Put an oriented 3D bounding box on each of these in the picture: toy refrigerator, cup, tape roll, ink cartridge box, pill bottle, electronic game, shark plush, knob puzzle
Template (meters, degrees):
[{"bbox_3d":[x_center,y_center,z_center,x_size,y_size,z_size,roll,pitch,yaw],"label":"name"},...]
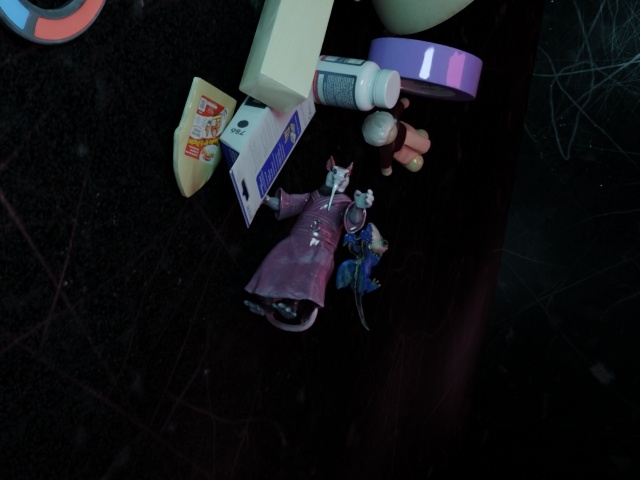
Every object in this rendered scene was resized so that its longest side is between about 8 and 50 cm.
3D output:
[{"bbox_3d":[-0.058,-0.378,1.469,0.102,0.094,0.270,24,65,-27],"label":"toy refrigerator"},{"bbox_3d":[0.212,-0.656,1.759,0.237,0.331,0.331,45,59,-34],"label":"cup"},{"bbox_3d":[0.247,-0.411,1.939,0.275,0.274,0.090,5,97,-64],"label":"tape roll"},{"bbox_3d":[-0.109,-0.201,1.537,0.165,0.065,0.333,80,30,-51],"label":"ink cartridge box"},{"bbox_3d":[0.075,-0.337,1.735,0.108,0.180,0.108,-39,136,-51],"label":"pill bottle"},{"bbox_3d":[-0.347,-0.366,1.019,0.229,0.048,0.229,-39,135,-52],"label":"electronic game"},{"bbox_3d":[0.167,0.000,2.240,0.161,0.073,0.067,22,52,-60],"label":"shark plush"},{"bbox_3d":[-0.215,-0.172,1.392,0.213,0.030,0.213,17,90,-75],"label":"knob puzzle"}]

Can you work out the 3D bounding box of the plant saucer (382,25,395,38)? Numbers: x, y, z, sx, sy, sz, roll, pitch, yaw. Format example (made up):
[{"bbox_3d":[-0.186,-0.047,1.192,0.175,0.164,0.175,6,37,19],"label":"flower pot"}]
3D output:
[{"bbox_3d":[0.197,-0.561,1.963,0.168,0.029,0.168,-58,-171,14],"label":"plant saucer"}]

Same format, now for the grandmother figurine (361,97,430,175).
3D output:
[{"bbox_3d":[0.201,-0.276,2.121,0.342,0.104,0.208,3,91,-67],"label":"grandmother figurine"}]

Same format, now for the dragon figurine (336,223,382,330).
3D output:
[{"bbox_3d":[0.096,0.093,2.100,0.144,0.085,0.289,-5,106,-63],"label":"dragon figurine"}]

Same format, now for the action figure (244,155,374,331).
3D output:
[{"bbox_3d":[0.000,0.000,1.676,0.370,0.248,0.276,-64,153,-17],"label":"action figure"}]
